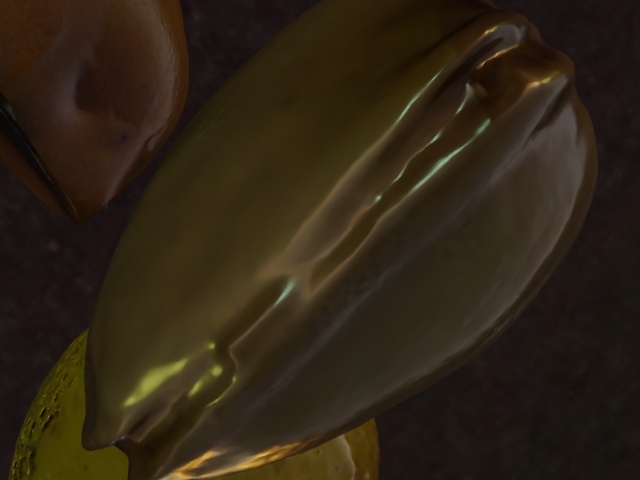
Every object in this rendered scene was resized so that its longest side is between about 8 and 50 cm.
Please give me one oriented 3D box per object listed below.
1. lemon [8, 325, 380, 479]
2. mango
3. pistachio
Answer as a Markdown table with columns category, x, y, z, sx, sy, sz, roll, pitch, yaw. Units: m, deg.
| category | x | y | z | sx | sy | sz | roll | pitch | yaw |
| --- | --- | --- | --- | --- | --- | --- | --- | --- | --- |
| lemon | -0.090 | 0.179 | 1.007 | 0.258 | 0.258 | 0.310 | 0 | 107 | -49 |
| mango | -0.176 | -0.142 | 0.966 | 0.166 | 0.136 | 0.236 | -46 | 135 | -22 |
| pistachio | 0.000 | 0.000 | 0.622 | 0.260 | 0.163 | 0.213 | -40 | 177 | -4 |
